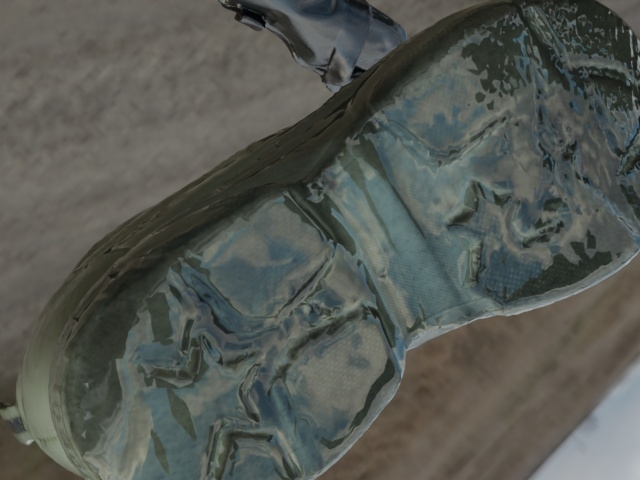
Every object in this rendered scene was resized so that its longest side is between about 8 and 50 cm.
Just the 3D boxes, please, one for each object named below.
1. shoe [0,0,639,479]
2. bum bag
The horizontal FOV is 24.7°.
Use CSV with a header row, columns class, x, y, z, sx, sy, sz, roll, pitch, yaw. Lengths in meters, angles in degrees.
class,x,y,z,sx,sy,sz,roll,pitch,yaw
shoe,0.000,0.000,0.666,0.342,0.132,0.210,-34,-168,-28
bum bag,-0.023,-0.154,0.968,0.087,0.198,0.049,-19,-129,40
